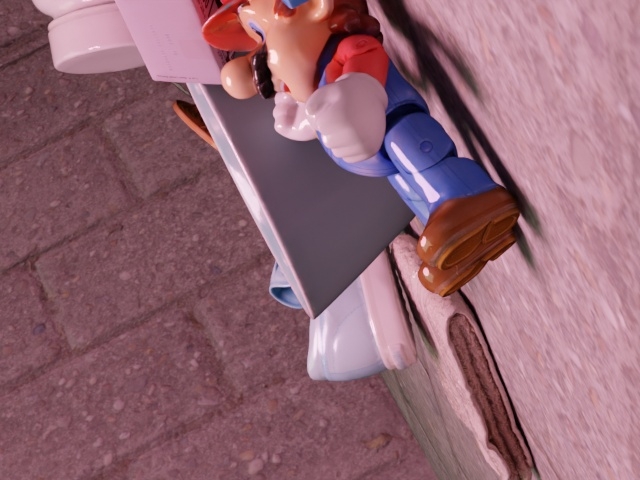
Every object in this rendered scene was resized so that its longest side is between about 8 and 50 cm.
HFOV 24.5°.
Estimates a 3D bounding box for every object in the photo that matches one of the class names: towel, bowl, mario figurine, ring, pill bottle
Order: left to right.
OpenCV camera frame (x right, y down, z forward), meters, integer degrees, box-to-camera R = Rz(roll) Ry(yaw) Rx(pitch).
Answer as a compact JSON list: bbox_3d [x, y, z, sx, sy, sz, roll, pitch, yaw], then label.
[{"bbox_3d":[-0.339,-0.461,2.212,0.224,0.224,0.392,117,142,-85],"label":"pill bottle"},{"bbox_3d":[-0.057,-0.104,2.031,0.336,0.032,0.336,34,-172,-5],"label":"ring"},{"bbox_3d":[-0.009,-0.098,1.411,0.312,0.163,0.311,62,177,6],"label":"bowl"},{"bbox_3d":[0.005,-0.093,1.135,0.320,0.170,0.198,54,139,18],"label":"mario figurine"},{"bbox_3d":[0.157,0.139,1.666,0.282,0.049,0.187,66,175,-33],"label":"towel"}]

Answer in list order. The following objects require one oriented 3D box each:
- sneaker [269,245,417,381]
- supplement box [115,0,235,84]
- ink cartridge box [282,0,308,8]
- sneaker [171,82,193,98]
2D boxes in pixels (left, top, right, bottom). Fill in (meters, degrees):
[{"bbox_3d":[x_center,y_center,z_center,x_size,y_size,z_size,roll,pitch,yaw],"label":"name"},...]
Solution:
[{"bbox_3d":[0.000,0.000,1.731,0.135,0.150,0.366,66,-172,-53],"label":"sneaker"},{"bbox_3d":[-0.101,-0.268,1.257,0.130,0.073,0.239,70,-152,-62],"label":"supplement box"},{"bbox_3d":[-0.011,-0.237,1.021,0.122,0.088,0.052,65,176,-32],"label":"ink cartridge box"},{"bbox_3d":[-0.196,-0.376,1.900,0.483,0.185,0.202,63,180,-13],"label":"sneaker"}]
